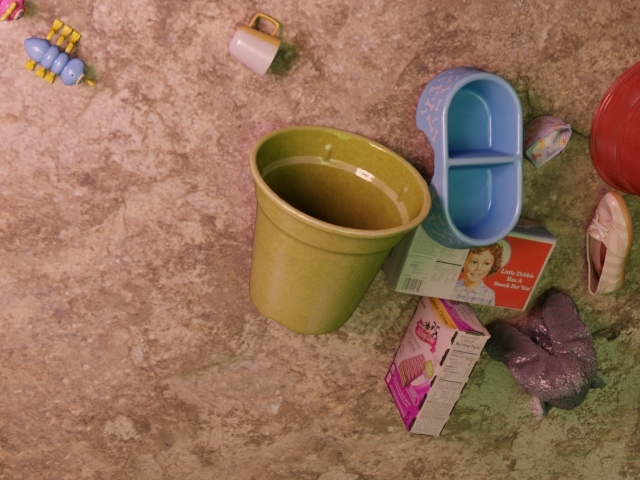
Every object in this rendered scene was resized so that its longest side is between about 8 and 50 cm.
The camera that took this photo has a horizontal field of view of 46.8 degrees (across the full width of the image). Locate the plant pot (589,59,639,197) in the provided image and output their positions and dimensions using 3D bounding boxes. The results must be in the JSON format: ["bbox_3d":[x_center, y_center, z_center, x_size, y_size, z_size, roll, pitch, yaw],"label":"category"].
[{"bbox_3d":[0.624,-0.144,1.190,0.272,0.265,0.272,-5,119,-9],"label":"plant pot"}]

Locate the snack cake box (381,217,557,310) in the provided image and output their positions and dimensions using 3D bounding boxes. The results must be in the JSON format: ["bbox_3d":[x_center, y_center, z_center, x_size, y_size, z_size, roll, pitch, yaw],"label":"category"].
[{"bbox_3d":[0.260,0.024,1.304,0.264,0.089,0.152,10,113,-17],"label":"snack cake box"}]

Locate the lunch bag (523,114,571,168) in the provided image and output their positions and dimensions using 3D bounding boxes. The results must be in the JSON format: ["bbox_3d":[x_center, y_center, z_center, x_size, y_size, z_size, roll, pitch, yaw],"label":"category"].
[{"bbox_3d":[0.373,-0.169,1.234,0.083,0.071,0.053,-40,117,10],"label":"lunch bag"}]

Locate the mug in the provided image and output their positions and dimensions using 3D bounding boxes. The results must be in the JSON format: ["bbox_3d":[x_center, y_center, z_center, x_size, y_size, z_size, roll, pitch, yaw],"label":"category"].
[{"bbox_3d":[-0.098,-0.287,1.085,0.064,0.078,0.062,26,143,-14],"label":"mug"}]

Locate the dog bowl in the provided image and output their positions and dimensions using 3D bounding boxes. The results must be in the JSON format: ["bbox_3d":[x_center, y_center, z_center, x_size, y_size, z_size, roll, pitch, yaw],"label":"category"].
[{"bbox_3d":[0.242,-0.128,1.171,0.166,0.074,0.297,-4,98,-15],"label":"dog bowl"}]

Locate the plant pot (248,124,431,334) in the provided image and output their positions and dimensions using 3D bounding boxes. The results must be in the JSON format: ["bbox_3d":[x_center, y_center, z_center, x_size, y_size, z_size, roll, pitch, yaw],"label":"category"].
[{"bbox_3d":[0.000,0.000,1.156,0.276,0.276,0.254,7,127,-16],"label":"plant pot"}]

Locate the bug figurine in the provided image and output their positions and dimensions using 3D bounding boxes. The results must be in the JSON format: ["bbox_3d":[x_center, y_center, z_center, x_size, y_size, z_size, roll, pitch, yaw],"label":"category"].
[{"bbox_3d":[-0.352,-0.344,0.983,0.216,0.072,0.279,29,109,-24],"label":"bug figurine"}]

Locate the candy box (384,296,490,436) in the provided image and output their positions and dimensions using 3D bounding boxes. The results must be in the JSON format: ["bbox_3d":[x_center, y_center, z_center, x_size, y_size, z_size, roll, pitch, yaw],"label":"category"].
[{"bbox_3d":[0.207,0.218,1.357,0.071,0.159,0.233,13,114,-19],"label":"candy box"}]

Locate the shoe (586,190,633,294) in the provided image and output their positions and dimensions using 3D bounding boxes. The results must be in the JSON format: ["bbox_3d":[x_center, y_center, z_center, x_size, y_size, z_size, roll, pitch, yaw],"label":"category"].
[{"bbox_3d":[0.528,0.011,1.361,0.058,0.076,0.219,-17,122,-9],"label":"shoe"}]

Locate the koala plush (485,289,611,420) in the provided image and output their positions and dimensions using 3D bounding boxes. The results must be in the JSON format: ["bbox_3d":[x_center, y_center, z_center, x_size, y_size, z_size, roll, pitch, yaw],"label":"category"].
[{"bbox_3d":[0.456,0.255,1.427,0.196,0.203,0.221,-30,132,5],"label":"koala plush"}]
